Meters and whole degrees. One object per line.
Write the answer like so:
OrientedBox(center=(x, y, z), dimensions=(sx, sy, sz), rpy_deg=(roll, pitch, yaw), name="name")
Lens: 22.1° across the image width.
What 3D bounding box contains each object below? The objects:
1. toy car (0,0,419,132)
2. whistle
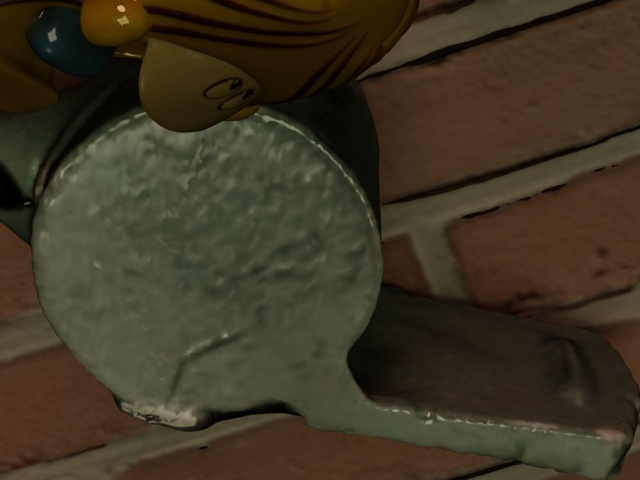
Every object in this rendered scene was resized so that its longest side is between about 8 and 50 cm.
OrientedBox(center=(-0.071, -0.121, 0.747), dimensions=(0.248, 0.200, 0.142), rpy_deg=(0, 80, 23), name="toy car")
OrientedBox(center=(-0.008, 0.028, 0.943), dimensions=(0.405, 0.168, 0.188), rpy_deg=(42, 108, -16), name="whistle")
